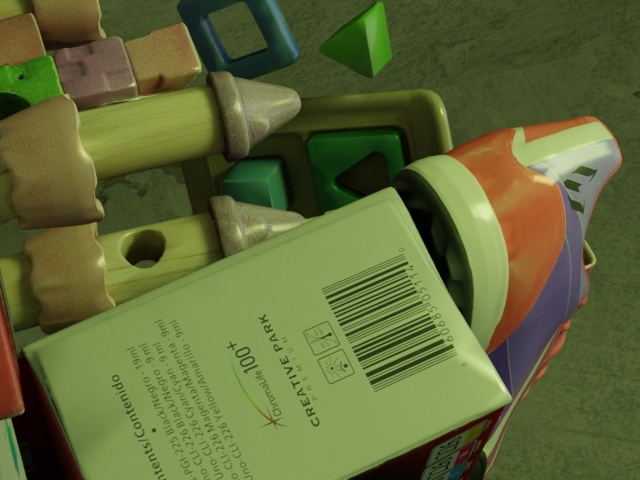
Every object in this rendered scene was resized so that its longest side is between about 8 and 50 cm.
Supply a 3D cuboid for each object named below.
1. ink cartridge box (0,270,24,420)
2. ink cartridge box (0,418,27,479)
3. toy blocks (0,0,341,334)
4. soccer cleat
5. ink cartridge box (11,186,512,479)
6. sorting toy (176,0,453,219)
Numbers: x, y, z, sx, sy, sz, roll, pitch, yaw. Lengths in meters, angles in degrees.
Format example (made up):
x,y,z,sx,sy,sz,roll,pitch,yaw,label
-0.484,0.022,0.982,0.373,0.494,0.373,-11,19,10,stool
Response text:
x,y,z,sx,sy,sz,roll,pitch,yaw,label
-0.143,-0.038,0.497,0.127,0.072,0.175,-138,-144,-74,ink cartridge box
-0.124,0.181,0.657,0.186,0.065,0.311,-138,-147,-76,ink cartridge box
-0.138,-0.058,0.997,0.309,0.260,0.288,90,-18,-54,toy blocks
0.102,0.047,0.973,0.109,0.116,0.318,58,-16,30,soccer cleat
-0.065,0.136,0.923,0.130,0.272,0.309,62,-13,20,ink cartridge box
0.000,0.000,1.076,0.047,0.196,0.348,-51,134,-54,sorting toy
